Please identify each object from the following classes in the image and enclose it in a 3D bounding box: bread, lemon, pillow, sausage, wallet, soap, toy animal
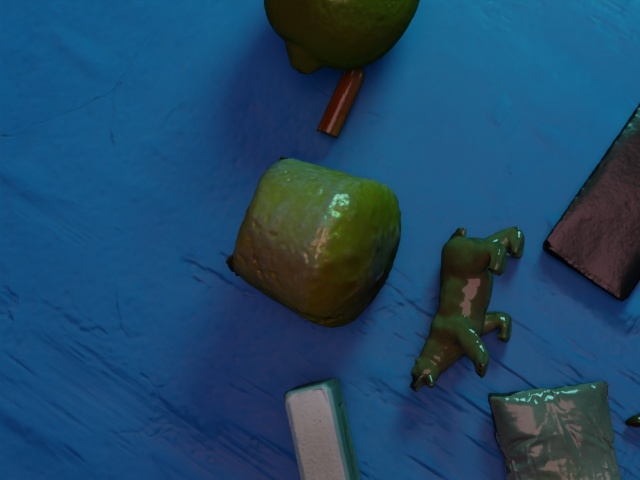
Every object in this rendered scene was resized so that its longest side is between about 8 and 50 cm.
[{"bbox_3d":[0.000,0.003,1.135,0.170,0.197,0.197,24,87,21],"label":"bread"},{"bbox_3d":[0.034,-0.316,1.160,0.184,0.184,0.248,33,88,8],"label":"lemon"},{"bbox_3d":[0.289,0.287,1.139,0.148,0.050,0.229,-10,86,9],"label":"pillow"},{"bbox_3d":[0.030,-0.183,1.220,0.031,0.031,0.107,23,86,7],"label":"sausage"},{"bbox_3d":[0.391,-0.056,1.175,0.124,0.025,0.244,35,87,5],"label":"wallet"},{"bbox_3d":[0.007,0.261,1.132,0.064,0.121,0.183,-13,84,5],"label":"soap"},{"bbox_3d":[0.175,0.082,1.158,0.101,0.103,0.218,8,87,25],"label":"toy animal"}]

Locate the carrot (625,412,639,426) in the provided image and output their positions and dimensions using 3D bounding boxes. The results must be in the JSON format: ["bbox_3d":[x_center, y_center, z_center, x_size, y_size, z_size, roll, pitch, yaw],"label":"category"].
[{"bbox_3d":[0.493,0.204,1.132,0.254,0.049,0.049,-7,84,9],"label":"carrot"}]
